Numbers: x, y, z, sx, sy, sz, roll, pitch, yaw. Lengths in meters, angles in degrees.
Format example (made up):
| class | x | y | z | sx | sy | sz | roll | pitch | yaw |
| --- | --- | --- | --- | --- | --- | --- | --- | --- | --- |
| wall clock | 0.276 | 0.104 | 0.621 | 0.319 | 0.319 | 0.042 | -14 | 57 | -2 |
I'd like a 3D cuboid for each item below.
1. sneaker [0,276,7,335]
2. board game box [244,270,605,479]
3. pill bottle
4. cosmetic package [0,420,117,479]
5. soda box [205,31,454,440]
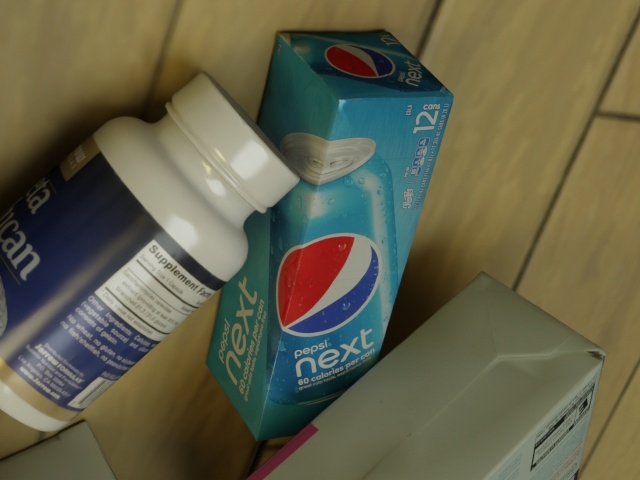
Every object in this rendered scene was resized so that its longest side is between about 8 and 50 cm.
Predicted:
| class | x | y | z | sx | sy | sz | roll | pitch | yaw |
| --- | --- | --- | --- | --- | --- | --- | --- | --- | --- |
| sneaker | -0.265 | -0.060 | 0.487 | 0.210 | 0.137 | 0.366 | -26 | 131 | -9 |
| board game box | 0.047 | 0.198 | 0.832 | 0.224 | 0.097 | 0.303 | -37 | 147 | -30 |
| pill bottle | -0.095 | 0.002 | 0.670 | 0.169 | 0.094 | 0.094 | -42 | 135 | 3 |
| cosmetic package | -0.209 | 0.314 | 0.845 | 0.284 | 0.097 | 0.377 | -25 | 133 | -16 |
| soda box | 0.000 | 0.000 | 0.742 | 0.067 | 0.071 | 0.210 | -6 | 126 | -28 |
